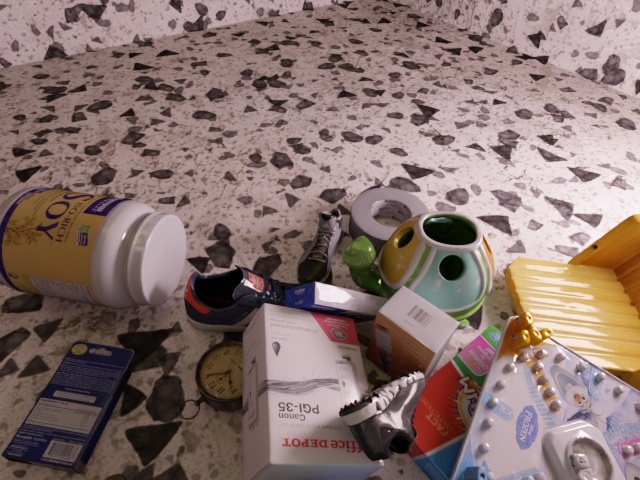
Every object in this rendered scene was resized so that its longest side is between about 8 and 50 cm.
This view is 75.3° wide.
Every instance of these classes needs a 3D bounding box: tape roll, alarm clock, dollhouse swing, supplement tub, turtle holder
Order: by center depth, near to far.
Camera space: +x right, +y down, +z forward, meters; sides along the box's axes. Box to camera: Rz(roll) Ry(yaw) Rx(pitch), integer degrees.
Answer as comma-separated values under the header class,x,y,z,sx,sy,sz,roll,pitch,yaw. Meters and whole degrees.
class,x,y,z,sx,sy,sz,roll,pitch,yaw
alarm clock,-0.190,0.277,0.808,0.129,0.064,0.192,36,51,28
dollhouse swing,0.643,0.104,0.888,0.304,0.315,0.347,19,44,-13
supplement tub,-0.498,0.019,0.919,0.331,0.241,0.241,8,46,5
turtle holder,0.233,0.043,0.948,0.320,0.227,0.243,22,49,17
tape roll,0.189,-0.051,1.146,0.219,0.072,0.219,1,46,-1

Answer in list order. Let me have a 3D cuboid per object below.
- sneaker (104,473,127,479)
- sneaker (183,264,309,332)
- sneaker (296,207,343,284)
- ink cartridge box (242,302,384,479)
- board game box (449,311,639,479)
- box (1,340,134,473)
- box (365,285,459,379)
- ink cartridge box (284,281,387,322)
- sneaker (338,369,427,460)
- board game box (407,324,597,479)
class,x,y,z,sx,sy,sz,roll,pitch,yaw
sneaker,-0.407,0.428,0.645,0.086,0.064,0.192,36,57,22
sneaker,-0.122,0.122,0.902,0.349,0.148,0.131,-2,45,-8
sneaker,0.000,0.000,1.042,0.086,0.132,0.229,15,46,11
ink cartridge box,-0.024,0.273,0.741,0.207,0.117,0.283,15,41,-24
board game box,0.448,0.367,0.687,0.390,0.050,0.390,32,56,9
box,-0.459,0.304,0.784,0.136,0.037,0.225,8,47,4
box,0.176,0.201,0.829,0.130,0.171,0.091,33,51,26
ink cartridge box,0.037,0.132,0.863,0.207,0.097,0.046,18,64,-38
sneaker,0.123,0.290,0.687,0.234,0.078,0.106,-1,62,-54
board game box,0.317,0.336,0.779,0.316,0.064,0.242,-29,54,-28
